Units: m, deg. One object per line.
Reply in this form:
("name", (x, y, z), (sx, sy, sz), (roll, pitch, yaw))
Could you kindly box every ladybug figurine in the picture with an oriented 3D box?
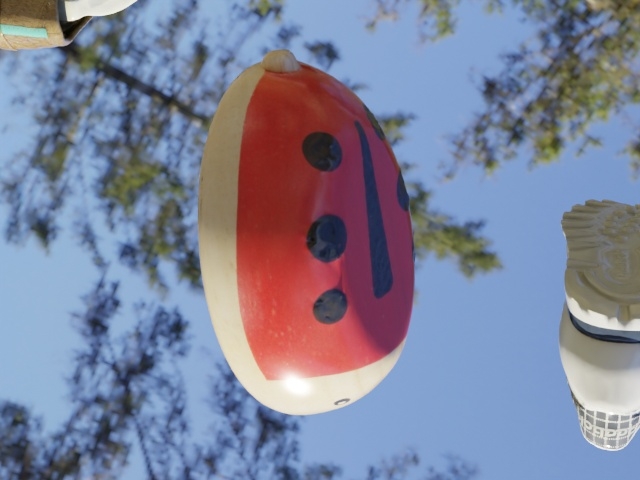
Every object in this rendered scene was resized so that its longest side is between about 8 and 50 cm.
("ladybug figurine", (0.000, 0.000, 1.480), (0.162, 0.449, 0.305), (7, -151, 36))

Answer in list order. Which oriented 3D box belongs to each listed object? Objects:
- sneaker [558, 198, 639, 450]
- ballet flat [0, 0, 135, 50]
("sneaker", (0.190, 0.040, 0.804), (0.090, 0.235, 0.095), (5, -69, 21))
("ballet flat", (-0.201, -0.297, 1.299), (0.124, 0.116, 0.342), (19, -133, 25))
